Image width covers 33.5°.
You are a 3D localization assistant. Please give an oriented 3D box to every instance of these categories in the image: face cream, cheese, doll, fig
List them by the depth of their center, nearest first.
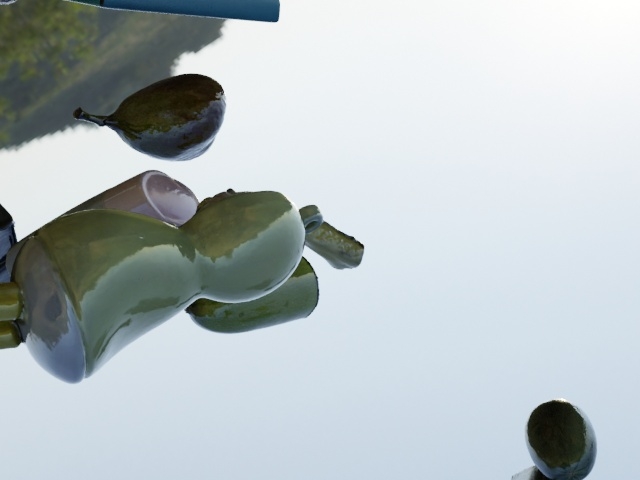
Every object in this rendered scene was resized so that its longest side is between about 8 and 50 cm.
[{"bbox_3d":[-0.130,0.019,0.817,0.296,0.117,0.141,-24,154,-29],"label":"doll"},{"bbox_3d":[0.000,0.000,0.967,0.044,0.083,0.030,-33,-144,52],"label":"cheese"},{"bbox_3d":[-0.207,-0.004,1.000,0.198,0.084,0.057,-23,-122,33],"label":"face cream"},{"bbox_3d":[-0.293,-0.210,1.849,0.274,0.145,0.170,-5,163,-29],"label":"fig"}]

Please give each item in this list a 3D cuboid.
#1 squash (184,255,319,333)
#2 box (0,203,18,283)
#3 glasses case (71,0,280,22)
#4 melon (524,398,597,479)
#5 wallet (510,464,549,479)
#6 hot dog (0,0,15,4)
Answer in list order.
[{"bbox_3d":[-0.129,0.099,1.862,0.132,0.132,0.247,-16,178,43],"label":"squash"},{"bbox_3d":[-0.640,-0.032,1.620,0.204,0.345,0.251,-40,166,-25],"label":"box"},{"bbox_3d":[-0.204,-0.354,1.505,0.301,0.070,0.117,-4,-162,-44],"label":"glasses case"},{"bbox_3d":[0.397,0.329,1.763,0.114,0.114,0.167,-29,-147,16],"label":"melon"},{"bbox_3d":[0.334,0.601,1.854,0.228,0.062,0.406,106,1,-70],"label":"wallet"},{"bbox_3d":[-0.538,-0.357,1.429,0.286,0.061,0.088,3,-174,-23],"label":"hot dog"}]
